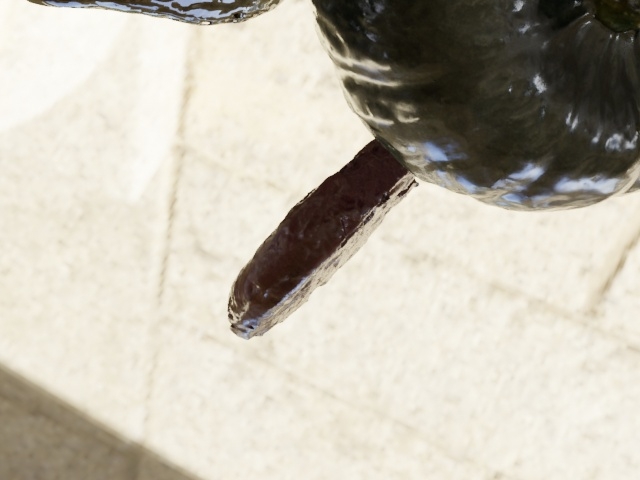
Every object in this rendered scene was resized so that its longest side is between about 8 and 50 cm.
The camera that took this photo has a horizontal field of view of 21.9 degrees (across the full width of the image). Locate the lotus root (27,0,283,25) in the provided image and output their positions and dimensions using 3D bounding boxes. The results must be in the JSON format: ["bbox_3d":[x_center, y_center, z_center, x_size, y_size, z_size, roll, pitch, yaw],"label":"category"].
[{"bbox_3d":[-0.148,-0.262,1.371,0.274,0.160,0.152,-4,131,-18],"label":"lotus root"}]

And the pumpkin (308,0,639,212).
[{"bbox_3d":[0.098,-0.112,0.684,0.212,0.211,0.152,60,176,-39],"label":"pumpkin"}]

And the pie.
[{"bbox_3d":[0.000,0.000,0.945,0.036,0.154,0.154,45,147,6],"label":"pie"}]
